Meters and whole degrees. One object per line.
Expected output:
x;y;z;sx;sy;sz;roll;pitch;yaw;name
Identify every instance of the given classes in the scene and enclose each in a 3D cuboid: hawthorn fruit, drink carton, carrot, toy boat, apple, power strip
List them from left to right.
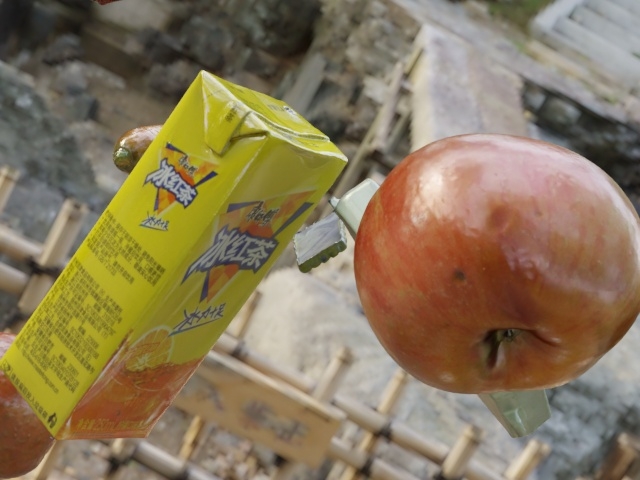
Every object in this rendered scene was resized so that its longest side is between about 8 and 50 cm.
-0.384;0.135;1.478;0.285;0.165;0.165;60;-5;-36;hawthorn fruit
-0.139;0.022;1.289;0.111;0.351;0.154;44;15;26;drink carton
-0.163;-0.118;1.696;0.271;0.066;0.062;-13;77;-55;carrot
0.000;0.000;1.537;0.016;0.063;0.115;57;8;-18;toy boat
0.104;0.056;1.184;0.270;0.046;0.118;50;-3;31;power strip
0.132;0.022;0.990;0.209;0.209;0.164;22;38;-26;apple

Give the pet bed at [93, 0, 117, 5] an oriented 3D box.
-0.226;-0.346;1.461;0.201;0.201;0.053;24;35;-20;pet bed
